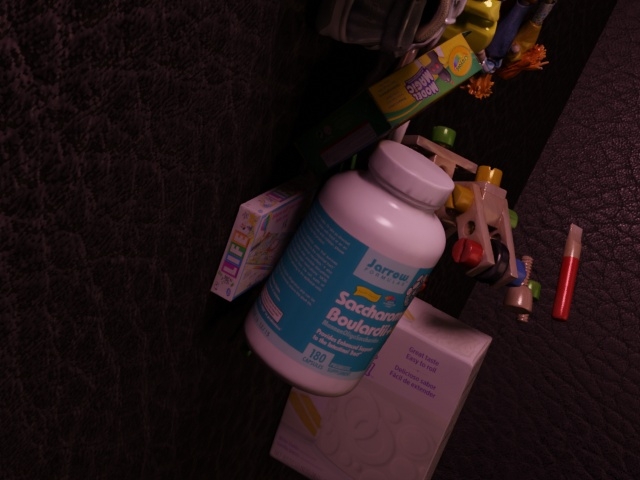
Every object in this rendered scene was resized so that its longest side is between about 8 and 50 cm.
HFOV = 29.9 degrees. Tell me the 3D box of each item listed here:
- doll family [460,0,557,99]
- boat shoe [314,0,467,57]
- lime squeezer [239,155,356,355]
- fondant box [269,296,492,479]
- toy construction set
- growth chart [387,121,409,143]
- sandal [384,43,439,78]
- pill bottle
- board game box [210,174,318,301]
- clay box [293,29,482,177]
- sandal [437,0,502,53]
[{"bbox_3d":[0.255,-0.280,1.652,0.263,0.118,0.163,-31,155,-55],"label":"doll family"},{"bbox_3d":[0.093,-0.240,1.240,0.118,0.103,0.320,-67,166,16],"label":"boat shoe"},{"bbox_3d":[0.000,0.000,1.419,0.310,0.059,0.110,-63,177,4],"label":"lime squeezer"},{"bbox_3d":[0.081,0.234,1.774,0.096,0.238,0.330,-38,151,-57],"label":"fondant box"},{"bbox_3d":[0.216,-0.039,1.657,0.257,0.308,0.237,136,-30,-71],"label":"toy construction set"},{"bbox_3d":[0.071,-0.072,1.527,0.237,0.021,0.172,111,2,-58],"label":"growth chart"},{"bbox_3d":[0.118,-0.205,1.503,0.180,0.049,0.072,-55,164,-30],"label":"sandal"},{"bbox_3d":[0.036,0.027,1.278,0.264,0.146,0.146,-59,168,20],"label":"pill bottle"},{"bbox_3d":[-0.058,-0.005,1.282,0.154,0.026,0.103,-33,147,-64],"label":"board game box"},{"bbox_3d":[0.083,-0.152,1.297,0.127,0.053,0.222,-31,-177,45],"label":"clay box"},{"bbox_3d":[0.198,-0.369,1.380,0.138,0.126,0.317,-57,173,-36],"label":"sandal"}]
